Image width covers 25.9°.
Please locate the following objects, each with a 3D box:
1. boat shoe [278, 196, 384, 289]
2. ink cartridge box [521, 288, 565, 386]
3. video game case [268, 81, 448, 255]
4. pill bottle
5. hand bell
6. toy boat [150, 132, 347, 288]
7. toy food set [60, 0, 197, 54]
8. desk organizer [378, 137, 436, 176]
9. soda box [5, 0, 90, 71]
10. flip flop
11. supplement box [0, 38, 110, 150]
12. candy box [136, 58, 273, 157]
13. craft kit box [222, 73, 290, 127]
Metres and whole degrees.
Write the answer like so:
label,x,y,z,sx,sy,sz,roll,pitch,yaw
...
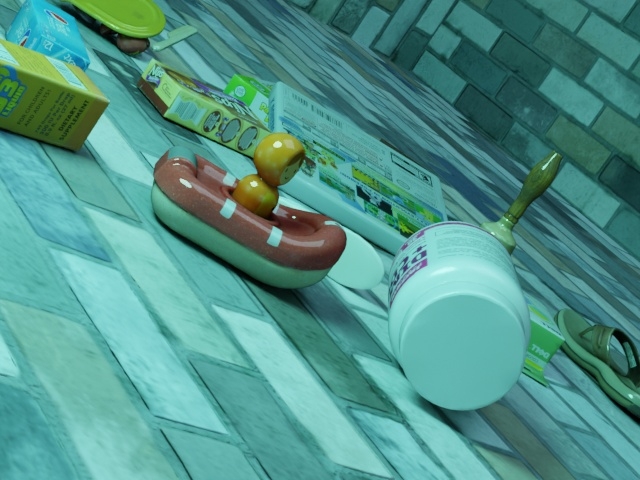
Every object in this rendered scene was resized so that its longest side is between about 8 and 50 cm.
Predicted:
label,x,y,z,sx,sy,sz,roll,pitch,yaw
boat shoe,0.000,0.000,1.762,0.184,0.066,0.063,25,13,4
ink cartridge box,0.280,0.121,1.991,0.109,0.062,0.209,32,13,-11
video game case,0.062,-0.093,2.166,0.329,0.036,0.300,30,26,-18
pill bottle,0.157,0.084,1.604,0.160,0.160,0.283,33,13,-5
hand bell,0.318,-0.044,2.282,0.126,0.242,0.126,32,14,-9
toy boat,-0.067,-0.052,1.564,0.231,0.151,0.151,31,14,-14
toy food set,-0.323,-0.347,2.229,0.218,0.071,0.128,33,37,4
desk organizer,0.153,-0.138,2.663,0.130,0.047,0.050,35,15,5
soda box,-0.348,-0.245,1.768,0.071,0.067,0.210,28,14,-25
flip flop,0.453,0.182,2.152,0.112,0.080,0.277,28,14,-26
supplement box,-0.339,-0.166,1.482,0.233,0.078,0.080,17,24,-51
candy box,-0.168,-0.191,2.051,0.187,0.053,0.109,21,18,-40
craft kit box,-0.022,-0.189,2.404,0.247,0.061,0.250,35,12,15
